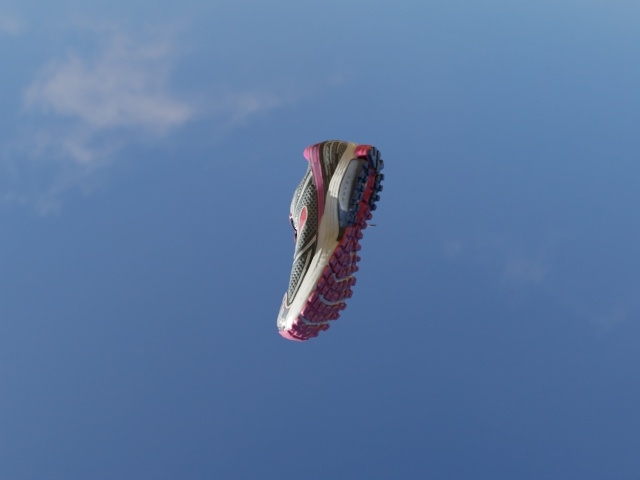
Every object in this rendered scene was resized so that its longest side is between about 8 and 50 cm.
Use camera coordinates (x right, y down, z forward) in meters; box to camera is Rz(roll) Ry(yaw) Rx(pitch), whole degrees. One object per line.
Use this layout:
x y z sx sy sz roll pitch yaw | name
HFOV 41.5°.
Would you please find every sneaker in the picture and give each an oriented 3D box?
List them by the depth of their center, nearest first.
0.000 0.000 1.223 0.112 0.299 0.121 13 167 26 | sneaker
